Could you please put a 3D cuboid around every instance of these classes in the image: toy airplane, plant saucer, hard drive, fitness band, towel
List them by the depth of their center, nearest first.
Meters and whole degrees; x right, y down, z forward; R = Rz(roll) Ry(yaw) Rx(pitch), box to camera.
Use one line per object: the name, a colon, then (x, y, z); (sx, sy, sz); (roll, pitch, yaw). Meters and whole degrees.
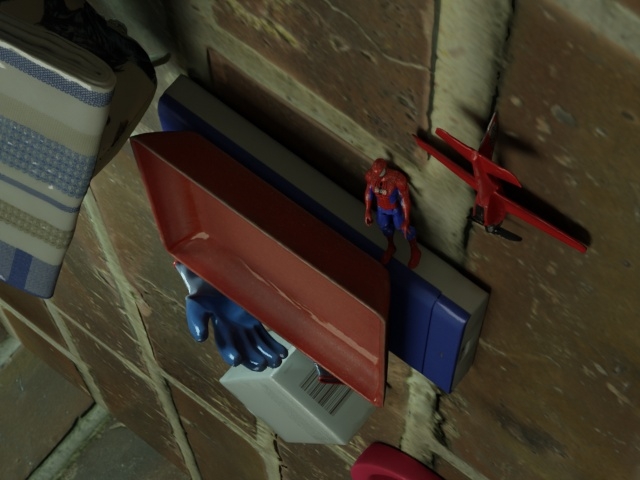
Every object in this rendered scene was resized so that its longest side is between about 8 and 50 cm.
toy airplane: (0.115, -0.037, 1.098); (0.151, 0.028, 0.151); (38, 164, 13)
towel: (-0.269, -0.079, 1.228); (0.209, 0.034, 0.285); (26, 141, 0)
plant saucer: (-0.036, 0.019, 1.391); (0.259, 0.048, 0.258); (35, 163, 14)
hard drive: (0.000, 0.000, 1.422); (0.318, 0.040, 0.210); (36, 163, 14)
fitness band: (0.158, 0.356, 1.991); (0.291, 0.054, 0.209); (44, 166, -10)

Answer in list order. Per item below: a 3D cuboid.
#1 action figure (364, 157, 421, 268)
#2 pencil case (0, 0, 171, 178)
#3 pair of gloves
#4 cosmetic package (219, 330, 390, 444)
action figure: (0.054, -0.022, 1.251); (0.038, 0.030, 0.115); (14, 142, 25)
pencil case: (-0.300, -0.225, 1.263); (0.160, 0.183, 0.410); (-13, 124, 43)
pair of gloves: (-0.045, 0.075, 1.544); (0.198, 0.023, 0.159); (9, -146, -35)
cosmetic package: (-0.022, 0.162, 1.819); (0.117, 0.085, 0.231); (44, 165, -10)
